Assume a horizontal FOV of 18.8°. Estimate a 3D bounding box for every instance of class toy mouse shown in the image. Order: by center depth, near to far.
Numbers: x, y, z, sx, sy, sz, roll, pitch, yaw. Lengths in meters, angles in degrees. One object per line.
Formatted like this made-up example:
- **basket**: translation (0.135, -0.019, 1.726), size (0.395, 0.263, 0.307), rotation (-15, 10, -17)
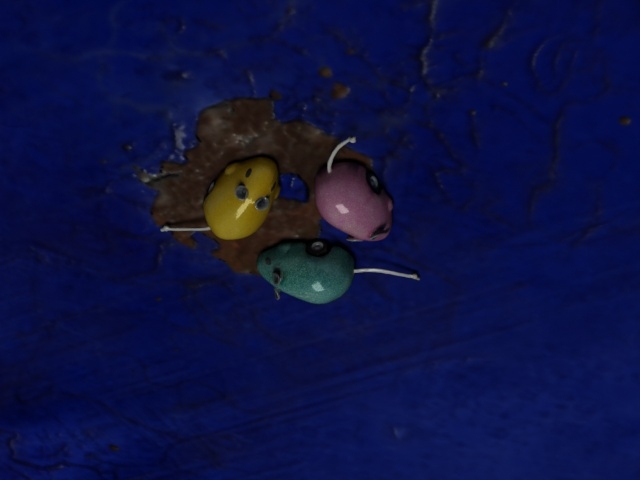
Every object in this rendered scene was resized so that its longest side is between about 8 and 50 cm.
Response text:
- **toy mouse**: translation (0.000, 0.000, 1.166), size (0.143, 0.031, 0.161), rotation (32, 135, -19)
